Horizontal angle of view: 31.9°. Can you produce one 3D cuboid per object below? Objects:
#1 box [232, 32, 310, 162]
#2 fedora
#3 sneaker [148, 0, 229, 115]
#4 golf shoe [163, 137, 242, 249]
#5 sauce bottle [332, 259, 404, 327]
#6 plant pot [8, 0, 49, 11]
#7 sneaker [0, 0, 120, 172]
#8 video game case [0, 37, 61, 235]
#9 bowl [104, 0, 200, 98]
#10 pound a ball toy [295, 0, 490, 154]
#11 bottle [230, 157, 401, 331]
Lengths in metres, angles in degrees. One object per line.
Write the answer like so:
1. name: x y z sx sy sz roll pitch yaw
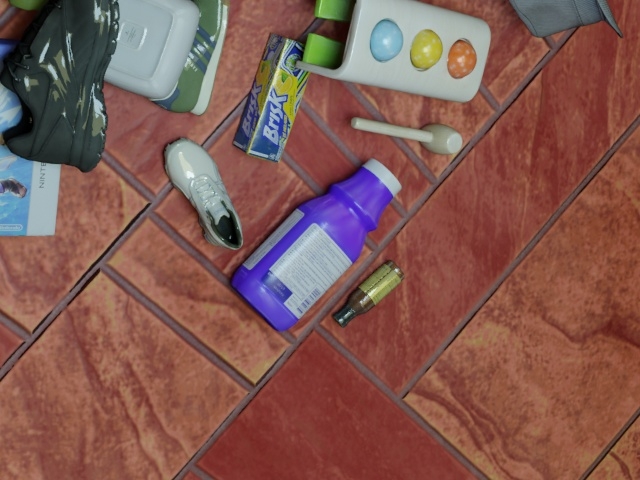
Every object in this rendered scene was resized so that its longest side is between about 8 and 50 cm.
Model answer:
1. box: -0.064 -0.198 1.562 0.054 0.059 0.169 14 101 -31
2. fedora: 0.326 -0.393 1.633 0.124 0.244 0.275 -24 125 15
3. sneaker: -0.179 -0.259 1.475 0.086 0.064 0.192 1 110 -33
4. golf shoe: -0.152 -0.063 1.550 0.069 0.086 0.176 -35 119 -11
5. sauce bottle: 0.073 0.085 1.748 0.128 0.042 0.042 -39 121 -8
6. plant pot: -0.349 -0.324 1.362 0.083 0.083 0.079 3 119 -29
7. sneaker: -0.311 -0.221 1.327 0.130 0.109 0.286 3 105 -23
8. video game case: -0.452 -0.128 1.375 0.269 0.061 0.244 -1 107 -30
9. bowl: -0.237 -0.259 1.419 0.142 0.053 0.142 22 100 -3
10. pound a ball toy: 0.121 -0.231 1.572 0.319 0.135 0.208 4 102 -44
11. bottle: 0.000 0.000 1.648 0.283 0.092 0.118 -47 123 -6
